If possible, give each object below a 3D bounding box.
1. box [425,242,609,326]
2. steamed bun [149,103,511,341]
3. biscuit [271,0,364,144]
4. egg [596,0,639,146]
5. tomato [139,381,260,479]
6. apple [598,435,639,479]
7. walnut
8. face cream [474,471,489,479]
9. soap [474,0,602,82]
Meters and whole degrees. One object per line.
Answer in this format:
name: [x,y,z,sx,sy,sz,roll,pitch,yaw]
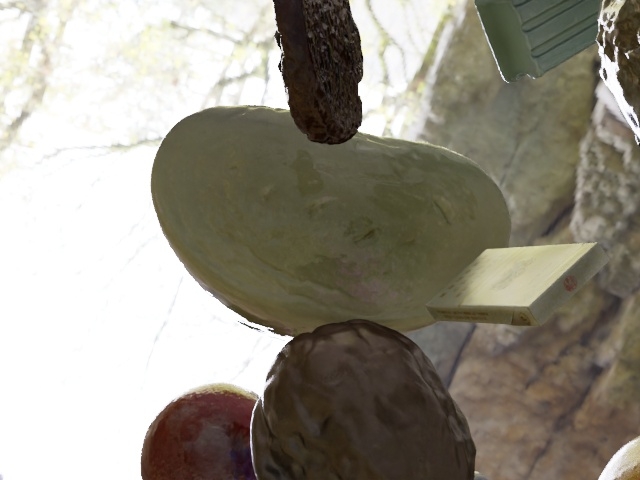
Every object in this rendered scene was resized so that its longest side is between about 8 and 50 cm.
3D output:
box: [0.167,0.038,0.880,0.024,0.090,0.167,55,159,-12]
steamed bun: [0.000,0.000,1.337,0.456,0.290,0.371,10,176,-5]
biscuit: [-0.004,-0.181,0.920,0.049,0.192,0.192,-10,-171,19]
egg: [0.387,-0.190,0.919,0.279,0.279,0.310,10,-118,-30]
tomato: [-0.186,0.425,1.876,0.289,0.176,0.335,-19,-105,-13]
apple: [0.554,0.419,1.470,0.299,0.299,0.275,7,165,-37]
walnut: [0.043,0.220,1.091,0.273,0.227,0.273,57,179,2]
face cream: [0.306,0.526,2.076,0.095,0.091,0.091,5,-157,-48]
soap: [0.286,-0.282,1.203,0.198,0.119,0.066,-32,-165,-30]
